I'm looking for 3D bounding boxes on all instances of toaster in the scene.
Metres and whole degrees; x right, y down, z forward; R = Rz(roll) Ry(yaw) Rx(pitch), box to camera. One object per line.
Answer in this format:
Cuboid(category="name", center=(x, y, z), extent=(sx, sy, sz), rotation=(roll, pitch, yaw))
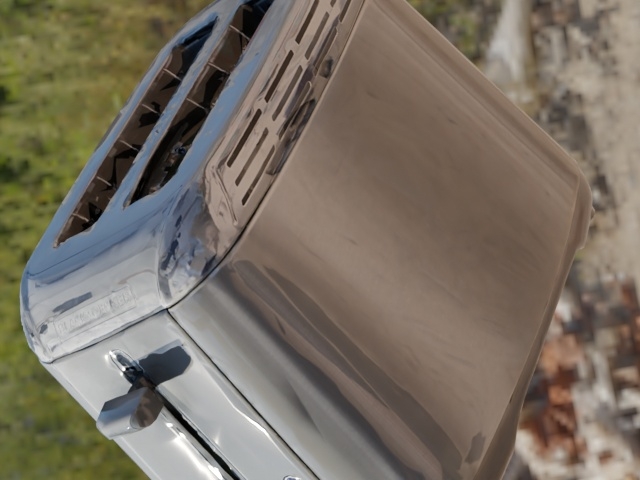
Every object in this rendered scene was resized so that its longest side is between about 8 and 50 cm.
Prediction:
Cuboid(category="toaster", center=(0.000, 0.000, 0.620), extent=(0.146, 0.129, 0.227), rotation=(44, -131, -21))
